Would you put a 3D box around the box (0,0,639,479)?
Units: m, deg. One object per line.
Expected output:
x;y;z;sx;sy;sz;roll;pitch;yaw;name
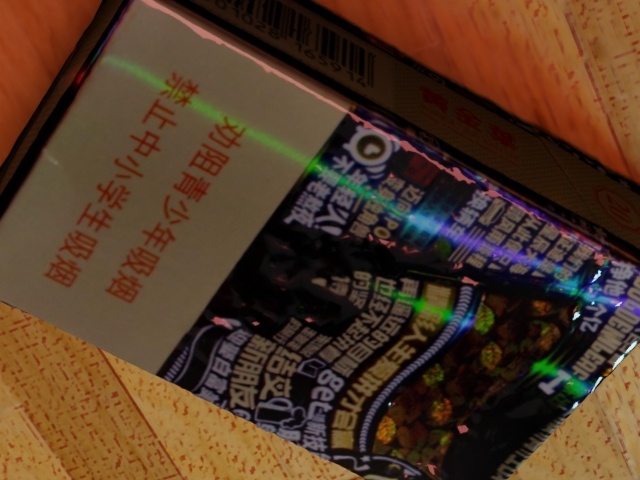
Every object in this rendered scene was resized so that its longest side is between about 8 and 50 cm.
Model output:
0.000;0.000;0.824;0.310;0.084;0.198;28;120;-15;box
